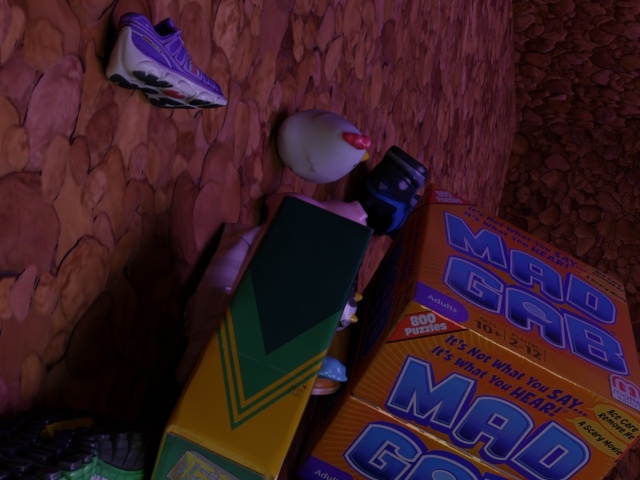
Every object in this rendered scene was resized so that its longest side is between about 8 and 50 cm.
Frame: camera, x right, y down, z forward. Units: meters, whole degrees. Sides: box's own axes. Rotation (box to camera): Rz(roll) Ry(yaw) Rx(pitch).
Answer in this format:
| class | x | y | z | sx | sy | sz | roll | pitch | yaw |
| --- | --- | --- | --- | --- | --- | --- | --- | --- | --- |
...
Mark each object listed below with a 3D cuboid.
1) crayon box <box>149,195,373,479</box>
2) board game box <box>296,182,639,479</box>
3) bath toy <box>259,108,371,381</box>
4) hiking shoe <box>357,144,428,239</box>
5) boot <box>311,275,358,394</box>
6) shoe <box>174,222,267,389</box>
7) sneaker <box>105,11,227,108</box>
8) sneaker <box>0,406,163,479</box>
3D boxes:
| class | x | y | z | sx | sy | sz | roll | pitch | yaw |
| --- | --- | --- | --- | --- | --- | --- | --- | --- | --- |
| crayon box | -0.080 | 0.190 | 0.959 | 0.313 | 0.106 | 0.363 | -67 | 179 | -47 |
| board game box | 0.223 | 0.203 | 1.461 | 0.356 | 0.356 | 0.356 | -60 | -175 | 30 |
| bath toy | 0.000 | 0.000 | 1.245 | 0.151 | 0.129 | 0.348 | 18 | 78 | -48 |
| hiking shoe | 0.114 | -0.060 | 1.746 | 0.132 | 0.113 | 0.304 | -45 | 160 | -12 |
| boot | 0.001 | 0.089 | 1.395 | 0.295 | 0.104 | 0.211 | -48 | 146 | -77 |
| shoe | -0.119 | 0.069 | 1.086 | 0.076 | 0.058 | 0.219 | 109 | 4 | -57 |
| sneaker | -0.134 | -0.164 | 0.893 | 0.170 | 0.068 | 0.071 | 24 | 69 | -72 |
| sneaker | -0.213 | 0.204 | 0.691 | 0.343 | 0.134 | 0.146 | 30 | 70 | -73 |
